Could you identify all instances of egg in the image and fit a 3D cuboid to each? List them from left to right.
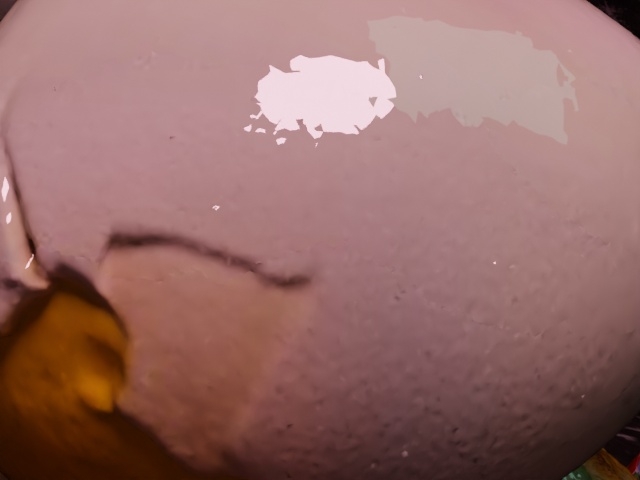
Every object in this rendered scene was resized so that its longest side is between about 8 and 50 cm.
[{"bbox_3d":[0.000,0.000,0.553,0.345,0.283,0.283,-2,19,0],"label":"egg"}]

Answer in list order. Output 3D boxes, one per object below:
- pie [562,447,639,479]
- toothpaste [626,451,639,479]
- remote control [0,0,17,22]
[{"bbox_3d":[0.122,0.127,0.776,0.337,0.075,0.337,44,3,-3],"label":"pie"},{"bbox_3d":[0.305,0.242,0.949,0.193,0.044,0.070,36,18,10],"label":"toothpaste"},{"bbox_3d":[-0.195,-0.174,0.926,0.332,0.221,0.104,-7,80,-67],"label":"remote control"}]
